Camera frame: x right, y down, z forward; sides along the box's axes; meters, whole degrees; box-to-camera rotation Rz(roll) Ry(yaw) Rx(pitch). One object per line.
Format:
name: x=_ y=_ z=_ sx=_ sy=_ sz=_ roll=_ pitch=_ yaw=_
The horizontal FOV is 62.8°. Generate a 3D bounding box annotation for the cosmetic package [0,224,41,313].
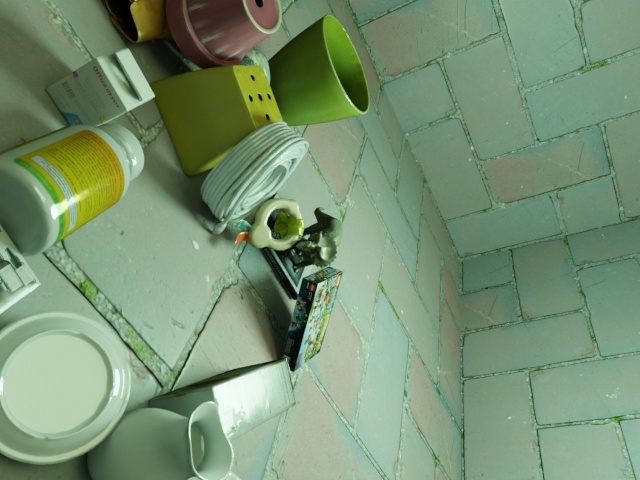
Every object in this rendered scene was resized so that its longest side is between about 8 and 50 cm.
cosmetic package: x=-0.448 y=0.077 z=0.600 sx=0.099 sy=0.060 sz=0.239 roll=64 pitch=26 yaw=-19

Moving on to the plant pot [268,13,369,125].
plant pot: x=-0.053 y=-0.432 z=1.462 sx=0.275 sy=0.293 sz=0.275 roll=44 pitch=37 yaw=-47

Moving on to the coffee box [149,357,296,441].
coffee box: x=-0.168 y=0.296 z=0.958 sx=0.246 sy=0.141 sz=0.098 roll=3 pitch=72 yaw=-65

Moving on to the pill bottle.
pill bottle: x=-0.372 y=-0.091 z=0.772 sx=0.136 sy=0.136 sz=0.246 roll=64 pitch=26 yaw=-19

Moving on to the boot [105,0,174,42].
boot: x=-0.339 y=-0.460 z=1.138 sx=0.295 sy=0.104 sz=0.211 roll=56 pitch=36 yaw=-28

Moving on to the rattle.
rattle: x=-0.150 y=-0.035 z=1.255 sx=0.199 sy=0.143 sz=0.130 roll=-25 pitch=125 yaw=-28

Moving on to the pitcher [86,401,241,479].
pitcher: x=-0.218 y=0.323 z=0.754 sx=0.178 sy=0.207 sz=0.125 roll=67 pitch=25 yaw=-16

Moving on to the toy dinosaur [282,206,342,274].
toy dinosaur: x=0.000 y=0.000 z=1.395 sx=0.121 sy=0.160 sz=0.313 roll=67 pitch=27 yaw=-15

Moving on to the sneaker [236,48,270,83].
sneaker: x=-0.184 y=-0.337 z=1.351 sx=0.122 sy=0.110 sz=0.283 roll=-52 pitch=139 yaw=-41

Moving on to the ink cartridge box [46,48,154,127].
ink cartridge box: x=-0.362 y=-0.253 z=0.884 sx=0.092 sy=0.143 sz=0.090 roll=64 pitch=26 yaw=-21

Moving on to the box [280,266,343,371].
box: x=-0.021 y=0.190 z=1.299 sx=0.159 sy=0.044 sz=0.233 roll=-17 pitch=125 yaw=-65

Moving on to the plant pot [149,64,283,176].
plant pot: x=-0.209 y=-0.287 z=1.174 sx=0.212 sy=0.187 sz=0.212 roll=69 pitch=24 yaw=-9

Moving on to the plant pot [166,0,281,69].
plant pot: x=-0.191 y=-0.480 z=1.113 sx=0.201 sy=0.180 sz=0.201 roll=7 pitch=81 yaw=-56

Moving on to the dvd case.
dvd case: x=-0.096 y=0.015 z=1.414 sx=0.239 sy=0.029 sz=0.179 roll=62 pitch=27 yaw=-25

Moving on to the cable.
cable: x=-0.143 y=-0.149 z=1.149 sx=0.089 sy=0.257 sz=0.257 roll=47 pitch=54 yaw=4

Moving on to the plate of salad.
plate of salad: x=-0.359 y=0.194 z=0.707 sx=0.200 sy=0.048 sz=0.200 roll=20 pitch=58 yaw=-36
